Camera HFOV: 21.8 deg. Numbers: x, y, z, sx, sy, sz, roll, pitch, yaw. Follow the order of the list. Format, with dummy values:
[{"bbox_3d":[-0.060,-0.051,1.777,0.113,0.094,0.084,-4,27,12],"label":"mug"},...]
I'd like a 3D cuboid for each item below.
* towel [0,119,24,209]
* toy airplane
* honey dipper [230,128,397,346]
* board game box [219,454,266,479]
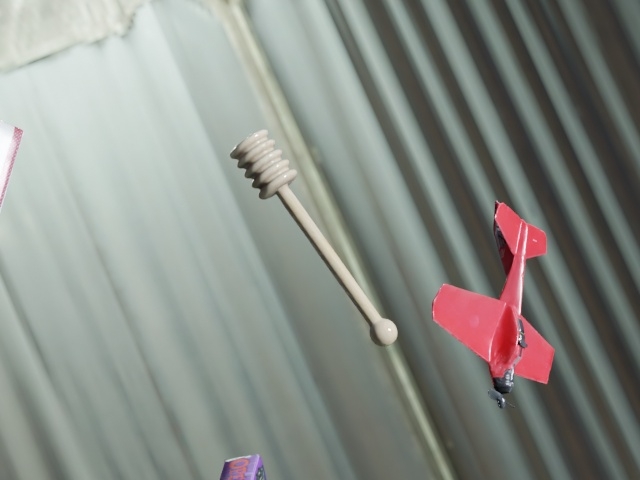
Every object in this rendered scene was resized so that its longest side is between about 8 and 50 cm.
[{"bbox_3d":[-0.427,-0.058,1.402,0.329,0.237,0.037,26,-25,-29],"label":"towel"},{"bbox_3d":[0.128,0.041,1.125,0.028,0.151,0.151,-12,2,35],"label":"toy airplane"},{"bbox_3d":[0.000,0.000,1.070,0.030,0.161,0.030,-36,-5,-4],"label":"honey dipper"},{"bbox_3d":[-0.080,0.390,1.705,0.056,0.208,0.347,-14,19,10],"label":"board game box"}]
